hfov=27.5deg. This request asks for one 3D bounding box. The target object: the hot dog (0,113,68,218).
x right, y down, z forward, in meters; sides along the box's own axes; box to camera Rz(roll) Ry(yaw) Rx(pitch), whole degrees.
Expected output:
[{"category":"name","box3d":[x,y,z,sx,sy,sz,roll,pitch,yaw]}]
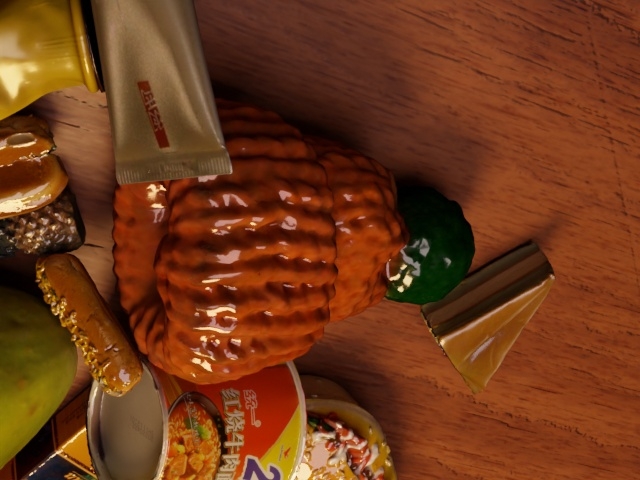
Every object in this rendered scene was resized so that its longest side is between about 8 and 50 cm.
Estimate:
[{"category":"hot dog","box3d":[-0.387,-0.063,1.294,0.268,0.072,0.115,-10,119,-4]}]

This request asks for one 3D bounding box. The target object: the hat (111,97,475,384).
[{"category":"hat","box3d":[0.000,0.000,1.338,0.400,0.285,0.285,-3,124,-20]}]

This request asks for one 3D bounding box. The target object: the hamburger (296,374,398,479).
[{"category":"hamburger","box3d":[-0.018,0.307,1.612,0.227,0.151,0.295,-17,128,-1]}]

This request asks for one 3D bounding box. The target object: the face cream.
[{"category":"face cream","box3d":[-0.160,-0.222,1.158,0.137,0.084,0.341,-4,100,34]}]

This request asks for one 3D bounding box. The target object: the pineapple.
[{"category":"pineapple","box3d":[-0.328,-0.008,1.355,0.159,0.074,0.074,-12,126,-3]}]

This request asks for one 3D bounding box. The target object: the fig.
[{"category":"fig","box3d":[-0.410,0.149,1.340,0.326,0.258,0.258,-23,130,-26]}]

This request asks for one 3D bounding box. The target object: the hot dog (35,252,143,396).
[{"category":"hot dog","box3d":[-0.237,0.083,1.338,0.045,0.071,0.165,-32,88,-24]}]

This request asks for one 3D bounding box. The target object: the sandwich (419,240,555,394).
[{"category":"sandwich","box3d":[0.219,0.093,1.574,0.163,0.079,0.113,-32,128,5]}]

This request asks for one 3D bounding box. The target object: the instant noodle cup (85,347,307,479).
[{"category":"instant noodle cup","box3d":[-0.144,0.200,1.435,0.174,0.213,0.213,2,125,-39]}]

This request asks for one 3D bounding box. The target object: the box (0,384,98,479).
[{"category":"box","box3d":[-0.284,0.282,1.568,0.237,0.070,0.152,-41,125,10]}]

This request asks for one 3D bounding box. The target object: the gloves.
[{"category":"gloves","box3d":[-0.357,-0.173,1.217,0.294,0.133,0.116,-11,167,-3]}]
